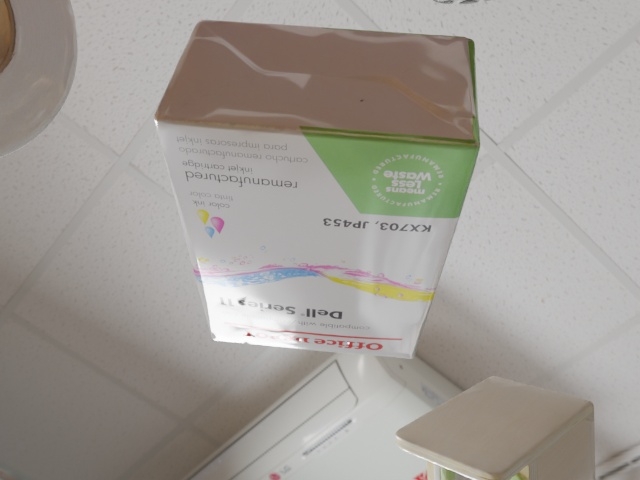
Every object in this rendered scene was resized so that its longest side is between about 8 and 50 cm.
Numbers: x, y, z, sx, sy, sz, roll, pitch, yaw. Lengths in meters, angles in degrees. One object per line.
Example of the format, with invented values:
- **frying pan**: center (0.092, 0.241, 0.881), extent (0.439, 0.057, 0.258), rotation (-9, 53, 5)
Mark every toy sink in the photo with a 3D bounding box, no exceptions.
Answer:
- **toy sink**: center (0.227, 0.287, 0.755), extent (0.152, 0.234, 0.131), rotation (4, -77, 47)

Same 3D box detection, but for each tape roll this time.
- **tape roll**: center (-0.500, -0.285, 0.737), extent (0.072, 0.392, 0.392), rotation (1, -54, 37)

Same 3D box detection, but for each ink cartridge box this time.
- **ink cartridge box**: center (0.000, 0.000, 0.521), extent (0.207, 0.119, 0.353), rotation (5, -38, 3)

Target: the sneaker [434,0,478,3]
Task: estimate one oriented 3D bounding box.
- **sneaker**: center (0.157, -0.247, 0.497), extent (0.169, 0.068, 0.071), rotation (-10, -82, 16)
